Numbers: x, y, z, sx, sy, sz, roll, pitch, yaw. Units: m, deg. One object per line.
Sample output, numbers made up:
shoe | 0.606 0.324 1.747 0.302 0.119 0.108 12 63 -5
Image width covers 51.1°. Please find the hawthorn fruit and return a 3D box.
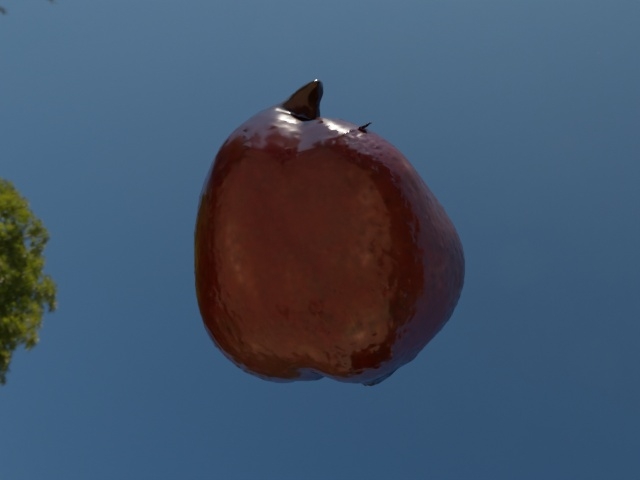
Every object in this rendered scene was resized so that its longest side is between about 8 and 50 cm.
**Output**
hawthorn fruit | -0.004 0.016 0.718 0.295 0.295 0.311 -37 -80 27
